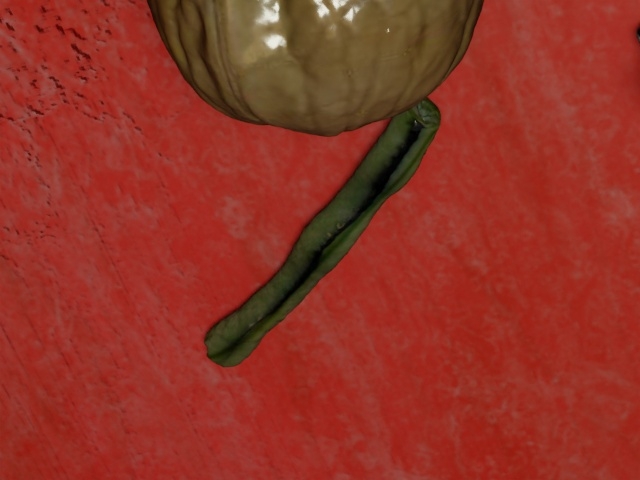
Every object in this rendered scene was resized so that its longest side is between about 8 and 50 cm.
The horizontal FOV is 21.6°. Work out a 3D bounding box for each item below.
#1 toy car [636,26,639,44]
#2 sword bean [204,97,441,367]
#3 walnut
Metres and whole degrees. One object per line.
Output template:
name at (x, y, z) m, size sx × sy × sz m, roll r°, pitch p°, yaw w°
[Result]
toy car at (0.293, -0.104, 1.080) m, size 0.161 × 0.098 × 0.126 m, roll -24°, pitch 116°, yaw 20°
sword bean at (0.000, 0.001, 1.208) m, size 0.043 × 0.038 × 0.269 m, roll 31°, pitch 119°, yaw -17°
walnut at (-0.005, -0.177, 1.016) m, size 0.228 × 0.228 × 0.228 m, roll 3°, pitch 119°, yaw 5°
